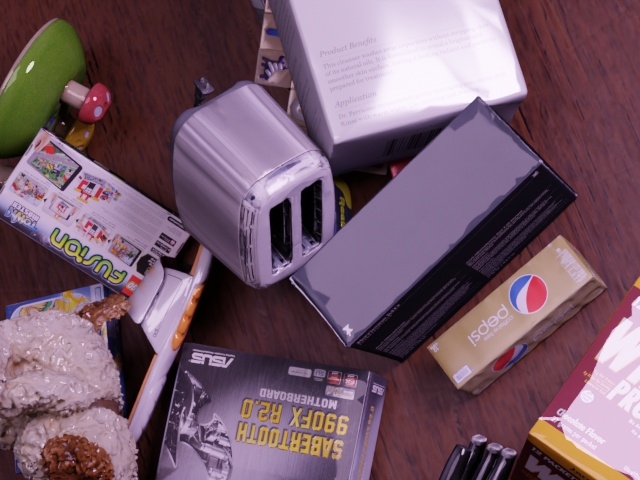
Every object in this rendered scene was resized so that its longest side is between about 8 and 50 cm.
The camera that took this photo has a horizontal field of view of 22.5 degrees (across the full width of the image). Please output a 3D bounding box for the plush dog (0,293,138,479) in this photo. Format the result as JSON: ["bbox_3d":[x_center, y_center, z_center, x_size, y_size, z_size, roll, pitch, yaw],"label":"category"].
[{"bbox_3d":[-0.266,0.193,1.715,0.210,0.262,0.225,-23,74,-7],"label":"plush dog"}]

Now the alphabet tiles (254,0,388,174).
[{"bbox_3d":[0.030,-0.196,1.761,0.198,0.009,0.237,8,86,-3],"label":"alphabet tiles"}]

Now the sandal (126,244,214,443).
[{"bbox_3d":[-0.188,0.099,1.784,0.076,0.102,0.265,23,88,-3],"label":"sandal"}]

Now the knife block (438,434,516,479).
[{"bbox_3d":[0.112,0.334,1.607,0.275,0.088,0.242,-24,68,17],"label":"knife block"}]

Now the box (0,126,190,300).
[{"bbox_3d":[-0.260,-0.026,1.827,0.207,0.036,0.114,34,93,-11],"label":"box"}]

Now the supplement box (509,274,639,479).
[{"bbox_3d":[0.284,0.163,1.472,0.129,0.194,0.191,34,72,13],"label":"supplement box"}]

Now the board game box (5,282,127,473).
[{"bbox_3d":[-0.294,0.161,1.862,0.136,0.035,0.201,-14,72,21],"label":"board game box"}]

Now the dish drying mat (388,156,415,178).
[{"bbox_3d":[0.091,-0.079,1.749,0.032,0.008,0.083,-16,87,1],"label":"dish drying mat"}]

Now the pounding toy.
[{"bbox_3d":[-0.318,-0.134,1.894,0.110,0.183,0.237,29,90,1],"label":"pounding toy"}]

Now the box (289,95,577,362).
[{"bbox_3d":[0.119,-0.005,1.630,0.261,0.184,0.103,-44,72,8],"label":"box"}]

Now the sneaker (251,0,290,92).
[{"bbox_3d":[-0.050,-0.296,1.819,0.111,0.121,0.300,-26,69,17],"label":"sneaker"}]

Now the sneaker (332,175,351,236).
[{"bbox_3d":[0.000,0.000,1.764,0.059,0.053,0.144,-8,68,27],"label":"sneaker"}]

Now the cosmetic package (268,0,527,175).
[{"bbox_3d":[0.051,-0.284,1.681,0.217,0.156,0.385,-13,79,-7],"label":"cosmetic package"}]

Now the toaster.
[{"bbox_3d":[-0.068,-0.058,1.672,0.129,0.227,0.146,-32,57,-24],"label":"toaster"}]

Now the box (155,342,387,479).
[{"bbox_3d":[-0.056,0.216,1.730,0.231,0.056,0.183,8,80,26],"label":"box"}]

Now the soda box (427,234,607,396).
[{"bbox_3d":[0.202,0.079,1.646,0.181,0.061,0.058,-40,64,10],"label":"soda box"}]
